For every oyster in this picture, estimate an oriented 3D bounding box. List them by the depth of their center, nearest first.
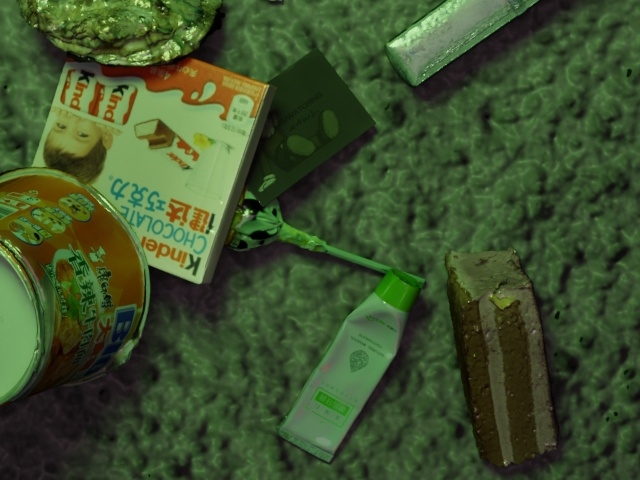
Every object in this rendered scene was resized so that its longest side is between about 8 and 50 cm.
[{"bbox_3d":[-0.247,-0.302,1.689,0.259,0.092,0.198,0,54,-3],"label":"oyster"}]

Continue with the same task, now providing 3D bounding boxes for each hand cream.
[{"bbox_3d":[0.042,0.162,1.791,0.079,0.050,0.275,36,104,21],"label":"hand cream"}]

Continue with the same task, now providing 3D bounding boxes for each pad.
[{"bbox_3d":[-0.038,-0.146,1.744,0.190,0.004,0.127,-37,87,-16],"label":"pad"}]

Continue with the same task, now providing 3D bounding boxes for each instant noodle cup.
[{"bbox_3d":[-0.381,0.067,1.644,0.296,0.214,0.296,4,102,19],"label":"instant noodle cup"}]

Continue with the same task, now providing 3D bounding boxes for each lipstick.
[{"bbox_3d":[0.213,-0.300,1.738,0.289,0.077,0.076,-36,96,3],"label":"lipstick"}]

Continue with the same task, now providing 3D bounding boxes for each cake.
[{"bbox_3d":[0.238,0.157,1.778,0.116,0.113,0.295,-13,102,1],"label":"cake"}]

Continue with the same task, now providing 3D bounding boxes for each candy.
[{"bbox_3d":[0.000,0.000,1.772,0.305,0.083,0.091,19,100,-12],"label":"candy"}]

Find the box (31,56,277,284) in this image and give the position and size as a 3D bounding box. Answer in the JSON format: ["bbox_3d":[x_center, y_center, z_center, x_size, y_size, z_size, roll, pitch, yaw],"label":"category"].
[{"bbox_3d":[-0.221,-0.112,1.717,0.273,0.048,0.265,19,95,15],"label":"box"}]
